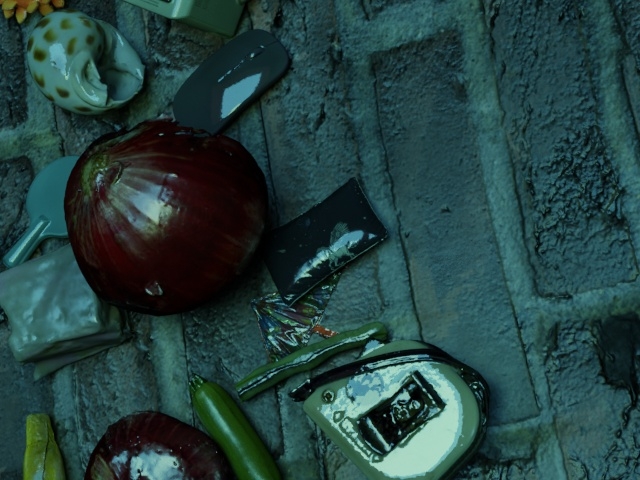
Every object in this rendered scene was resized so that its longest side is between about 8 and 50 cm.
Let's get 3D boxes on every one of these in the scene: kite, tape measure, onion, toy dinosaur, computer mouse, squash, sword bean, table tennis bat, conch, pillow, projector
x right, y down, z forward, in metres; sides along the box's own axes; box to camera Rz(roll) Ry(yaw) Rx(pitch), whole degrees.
[{"bbox_3d":[-0.034,0.129,1.819,0.189,0.009,0.232,22,83,21],"label":"kite"},{"bbox_3d":[0.117,0.245,1.682,0.271,0.133,0.231,42,90,24],"label":"tape measure"},{"bbox_3d":[-0.265,0.389,1.706,0.252,0.219,0.252,-1,87,21],"label":"onion"},{"bbox_3d":[-0.563,-0.475,2.109,0.288,0.070,0.117,2,76,22],"label":"toy dinosaur"},{"bbox_3d":[-0.161,-0.276,1.940,0.232,0.057,0.120,-40,69,3],"label":"computer mouse"},{"bbox_3d":[-0.134,0.319,1.766,0.069,0.069,0.258,-39,66,3],"label":"squash"},{"bbox_3d":[-0.251,-0.032,1.756,0.341,0.341,0.341,-4,74,15],"label":"onion"},{"bbox_3d":[-0.017,0.191,1.773,0.269,0.038,0.043,-24,85,8],"label":"sword bean"},{"bbox_3d":[-0.485,-0.047,1.986,0.153,0.040,0.244,34,83,22],"label":"table tennis bat"},{"bbox_3d":[-0.439,-0.326,1.986,0.149,0.183,0.274,-41,62,39],"label":"conch"},{"bbox_3d":[0.000,0.000,1.820,0.208,0.055,0.141,-32,63,5],"label":"pillow"},{"bbox_3d":[-0.220,-0.463,1.922,0.163,0.242,0.177,24,100,19],"label":"projector"}]

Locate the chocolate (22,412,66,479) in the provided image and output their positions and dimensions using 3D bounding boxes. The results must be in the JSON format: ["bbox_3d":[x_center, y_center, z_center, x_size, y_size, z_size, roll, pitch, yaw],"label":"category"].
[{"bbox_3d":[-0.464,0.396,1.842,0.086,0.085,0.219,-19,68,11],"label":"chocolate"}]

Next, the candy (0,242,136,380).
[{"bbox_3d":[-0.434,0.117,1.873,0.195,0.137,0.184,-20,71,8],"label":"candy"}]
